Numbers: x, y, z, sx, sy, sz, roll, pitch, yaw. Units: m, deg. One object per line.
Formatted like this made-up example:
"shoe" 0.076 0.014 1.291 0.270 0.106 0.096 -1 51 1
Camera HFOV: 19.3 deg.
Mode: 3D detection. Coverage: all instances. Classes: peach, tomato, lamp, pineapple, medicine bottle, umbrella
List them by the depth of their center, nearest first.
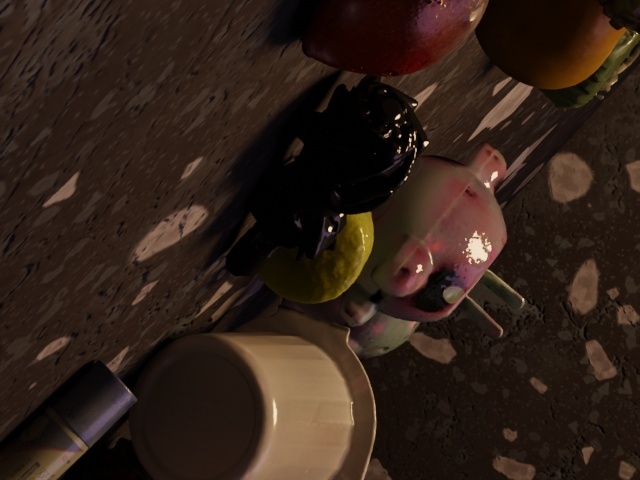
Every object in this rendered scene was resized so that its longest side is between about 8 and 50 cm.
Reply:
"tomato" 0.079 -0.190 1.426 0.189 0.099 0.173 -43 170 -27
"umbrella" -0.011 -0.043 1.770 0.118 0.118 0.340 -39 179 -36
"medicine bottle" -0.277 0.213 1.799 0.231 0.059 0.059 -44 172 -10
"peach" 0.257 -0.261 1.836 0.251 0.153 0.251 -51 -173 8
"lamp" 0.109 0.038 2.229 0.247 0.247 0.301 -45 178 -37
"pineapple" -0.230 0.327 2.258 0.193 0.166 0.166 -34 174 11

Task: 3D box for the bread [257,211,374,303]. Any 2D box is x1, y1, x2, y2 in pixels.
"bread" 0.000 0.000 1.993 0.129 0.111 0.114 -44 -179 23

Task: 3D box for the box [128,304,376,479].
"box" -0.087 0.222 2.095 0.262 0.291 0.206 -28 163 20

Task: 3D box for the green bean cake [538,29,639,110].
"green bean cake" 0.348 -0.281 2.245 0.227 0.125 0.222 -44 170 -21

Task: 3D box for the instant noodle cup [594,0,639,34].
"instant noodle cup" 0.336 -0.307 1.464 0.340 0.340 0.266 -47 -178 14
